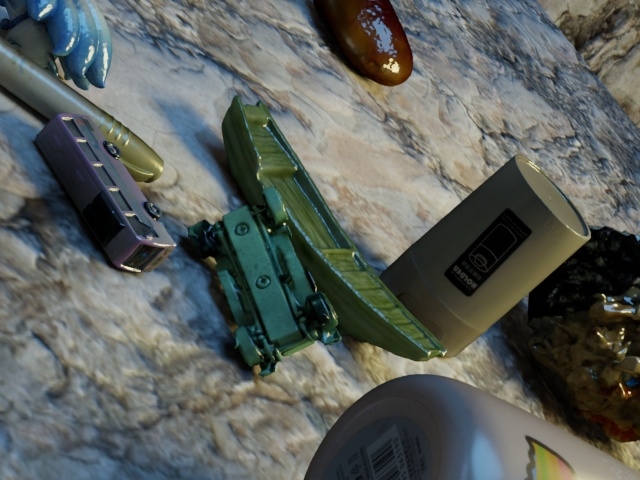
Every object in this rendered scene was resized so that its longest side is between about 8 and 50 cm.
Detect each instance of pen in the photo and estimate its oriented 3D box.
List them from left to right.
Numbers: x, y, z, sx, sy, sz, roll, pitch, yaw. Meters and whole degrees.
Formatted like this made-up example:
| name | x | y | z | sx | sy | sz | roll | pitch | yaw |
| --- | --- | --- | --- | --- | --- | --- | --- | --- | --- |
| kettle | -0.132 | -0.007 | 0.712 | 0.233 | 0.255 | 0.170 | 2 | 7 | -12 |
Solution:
| name | x | y | z | sx | sy | sz | roll | pitch | yaw |
| --- | --- | --- | --- | --- | --- | --- | --- | --- | --- |
| pen | -0.211 | -0.109 | 1.194 | 0.233 | 0.032 | 0.040 | 35 | 42 | -29 |

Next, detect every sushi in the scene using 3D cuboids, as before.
| name | x | y | z | sx | sy | sz | roll | pitch | yaw |
| --- | --- | --- | --- | --- | --- | --- | --- | --- | --- |
| sushi | 0.319 | 0.104 | 1.691 | 0.238 | 0.219 | 0.225 | 16 | -6 | -34 |

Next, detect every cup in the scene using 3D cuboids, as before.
| name | x | y | z | sx | sy | sz | roll | pitch | yaw |
| --- | --- | --- | --- | --- | --- | --- | --- | --- | --- |
| cup | 0.096 | 0.227 | 1.034 | 0.200 | 0.191 | 0.253 | 31 | 59 | -31 |

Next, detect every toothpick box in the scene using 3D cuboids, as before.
| name | x | y | z | sx | sy | sz | roll | pitch | yaw |
| --- | --- | --- | --- | --- | --- | --- | --- | --- | --- |
| toothpick box | 0.155 | 0.016 | 1.499 | 0.111 | 0.180 | 0.111 | 41 | 20 | -18 |

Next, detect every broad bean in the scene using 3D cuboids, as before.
| name | x | y | z | sx | sy | sz | roll | pitch | yaw |
| --- | --- | --- | --- | --- | --- | --- | --- | --- | --- |
| broad bean | 0.056 | -0.261 | 1.950 | 0.114 | 0.084 | 0.165 | 4 | 53 | -41 |

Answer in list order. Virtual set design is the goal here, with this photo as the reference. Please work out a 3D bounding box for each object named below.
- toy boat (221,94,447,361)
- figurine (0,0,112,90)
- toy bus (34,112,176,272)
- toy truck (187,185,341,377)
| name | x | y | z | sx | sy | sz | roll | pitch | yaw |
| --- | --- | --- | --- | --- | --- | --- | --- | --- | --- |
| toy boat | 0.000 | 0.000 | 1.391 | 0.293 | 0.055 | 0.093 | 54 | 20 | 16 |
| figurine | -0.204 | -0.158 | 1.237 | 0.114 | 0.079 | 0.114 | 50 | -16 | 21 |
| toy bus | -0.159 | -0.036 | 1.156 | 0.131 | 0.037 | 0.052 | 55 | 23 | 20 |
| toy truck | -0.040 | 0.039 | 1.229 | 0.078 | 0.080 | 0.154 | 67 | -3 | -54 |
